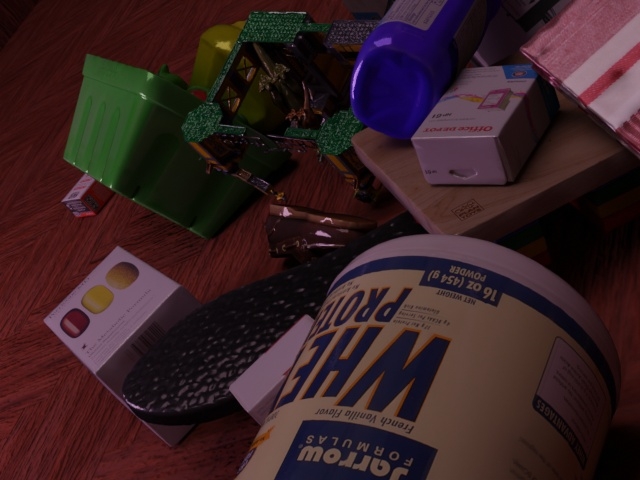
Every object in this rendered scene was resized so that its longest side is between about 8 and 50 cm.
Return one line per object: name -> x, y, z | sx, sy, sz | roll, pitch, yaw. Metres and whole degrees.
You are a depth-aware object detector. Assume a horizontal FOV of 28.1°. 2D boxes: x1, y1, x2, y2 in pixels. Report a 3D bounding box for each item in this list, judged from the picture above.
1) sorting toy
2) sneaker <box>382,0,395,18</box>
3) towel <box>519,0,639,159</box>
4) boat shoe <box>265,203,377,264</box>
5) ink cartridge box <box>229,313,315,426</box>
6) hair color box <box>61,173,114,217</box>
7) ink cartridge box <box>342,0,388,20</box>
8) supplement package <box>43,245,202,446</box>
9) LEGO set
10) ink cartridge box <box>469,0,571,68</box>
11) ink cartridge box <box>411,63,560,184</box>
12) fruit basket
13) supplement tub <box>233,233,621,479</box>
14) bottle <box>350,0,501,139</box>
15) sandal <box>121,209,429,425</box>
sorting toy -> 0.195, -0.076, 1.213 | 0.257, 0.089, 0.255 | -27, 30, -6
sneaker -> 0.111, -0.290, 1.794 | 0.089, 0.051, 0.170 | 111, 163, -67
towel -> 0.353, -0.138, 1.041 | 0.237, 0.037, 0.329 | -42, 57, 2
boat shoe -> 0.000, 0.000, 1.481 | 0.207, 0.073, 0.073 | 10, 94, 63
ink cartridge box -> 0.001, 0.150, 1.148 | 0.099, 0.135, 0.056 | -44, 28, -4
hair color box -> -0.375, -0.105, 2.203 | 0.072, 0.043, 0.141 | -4, 43, 52
ink cartridge box -> 0.121, -0.388, 1.877 | 0.180, 0.104, 0.060 | -25, 28, 30
supplement package -> -0.207, 0.117, 1.498 | 0.139, 0.134, 0.244 | -46, 25, -11
LEGO set -> 0.012, -0.151, 1.613 | 0.331, 0.192, 0.255 | 0, 61, 34
ink cartridge box -> 0.253, -0.273, 1.462 | 0.208, 0.087, 0.153 | -39, -3, 7
ink cartridge box -> 0.149, -0.105, 1.148 | 0.088, 0.052, 0.122 | 1, 39, 35
fruit basket -> -0.173, -0.210, 1.864 | 0.392, 0.283, 0.392 | -41, 33, 34
supplement tub -> 0.061, 0.182, 0.891 | 0.235, 0.235, 0.325 | -16, 35, 43
bottle -> 0.118, -0.219, 1.284 | 0.118, 0.092, 0.283 | 104, -168, -45
sandal -> 0.014, 0.091, 1.287 | 0.445, 0.107, 0.167 | -25, 29, 3
